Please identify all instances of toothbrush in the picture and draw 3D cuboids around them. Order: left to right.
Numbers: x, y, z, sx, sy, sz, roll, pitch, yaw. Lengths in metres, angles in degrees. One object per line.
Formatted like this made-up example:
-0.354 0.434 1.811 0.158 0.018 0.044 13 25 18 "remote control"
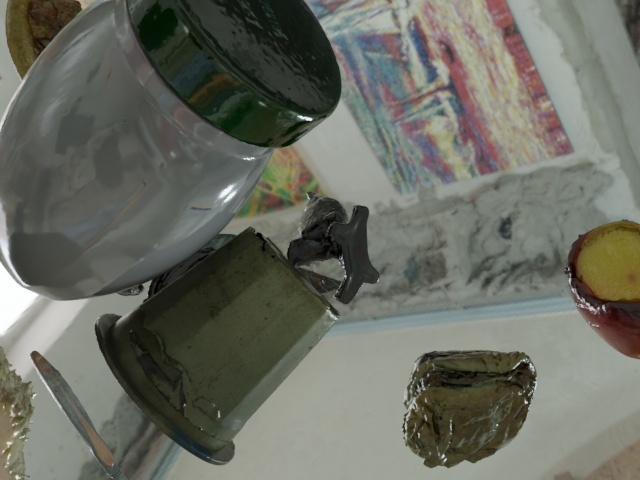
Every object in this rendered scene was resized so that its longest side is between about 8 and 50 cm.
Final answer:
-0.346 0.324 1.129 0.037 0.375 0.028 -11 -157 38 "toothbrush"

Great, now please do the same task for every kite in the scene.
-0.057 0.093 1.369 0.232 0.189 0.009 -11 -135 18 "kite"

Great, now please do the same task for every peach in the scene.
0.496 0.072 1.153 0.196 0.226 0.190 -23 166 -40 "peach"

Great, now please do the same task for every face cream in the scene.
-0.175 -0.109 0.711 0.357 0.219 0.312 -34 -140 33 "face cream"

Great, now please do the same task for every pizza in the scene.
-0.414 -0.320 1.208 0.197 0.292 0.058 -16 -175 -29 "pizza"

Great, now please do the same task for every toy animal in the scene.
-0.003 0.000 1.030 0.117 0.121 0.210 -22 -158 -12 "toy animal"

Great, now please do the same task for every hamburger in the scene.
0.217 0.237 1.087 0.206 0.183 0.130 -4 -145 -16 "hamburger"

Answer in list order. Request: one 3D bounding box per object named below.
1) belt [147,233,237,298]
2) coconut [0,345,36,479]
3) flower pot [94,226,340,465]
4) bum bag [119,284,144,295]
-0.161 0.073 1.073 0.198 0.151 0.078 -33 162 -21 "belt"
-0.463 0.208 0.756 0.309 0.297 0.297 5 -134 45 "coconut"
-0.104 0.094 0.791 0.202 0.212 0.212 -46 -153 -1 "flower pot"
-0.418 0.087 1.516 0.198 0.087 0.049 138 -23 -82 "bum bag"
